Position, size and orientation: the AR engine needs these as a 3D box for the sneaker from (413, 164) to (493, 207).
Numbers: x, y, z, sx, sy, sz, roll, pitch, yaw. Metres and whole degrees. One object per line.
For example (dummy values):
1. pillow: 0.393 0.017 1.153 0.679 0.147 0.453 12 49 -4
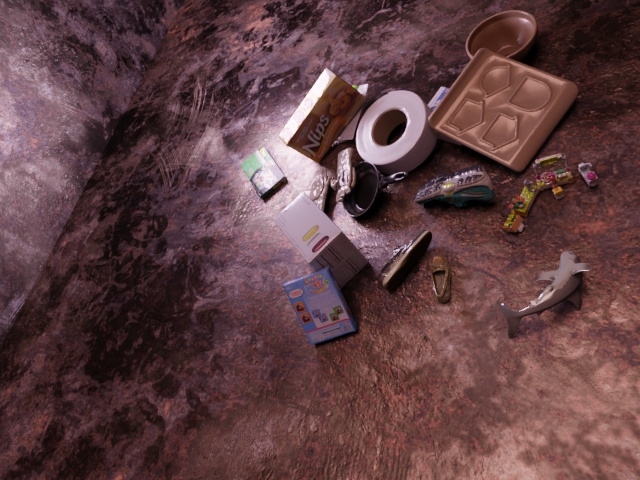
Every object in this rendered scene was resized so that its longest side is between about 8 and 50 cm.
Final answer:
1. sneaker: 0.406 -0.144 1.619 0.275 0.110 0.107 -8 38 50

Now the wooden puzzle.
1. wooden puzzle: 0.575 -0.415 1.663 0.347 0.080 0.322 36 89 26

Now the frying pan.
1. frying pan: 0.181 -0.206 1.771 0.326 0.053 0.197 -38 49 43

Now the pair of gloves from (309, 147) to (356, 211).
1. pair of gloves: 0.047 -0.206 1.905 0.240 0.042 0.204 -33 46 42

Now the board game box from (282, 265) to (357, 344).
1. board game box: -0.001 0.203 1.610 0.160 0.212 0.039 -22 9 20

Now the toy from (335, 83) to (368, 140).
1. toy: 0.121 -0.497 2.069 0.136 0.056 0.238 5 78 46

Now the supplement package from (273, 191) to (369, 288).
1. supplement package: 0.000 0.000 1.726 0.145 0.204 0.262 -43 46 1

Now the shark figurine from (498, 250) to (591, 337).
1. shark figurine: 0.593 0.146 1.309 0.278 0.116 0.166 -42 13 -7

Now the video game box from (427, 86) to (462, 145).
1. video game box: 0.455 -0.438 1.821 0.205 0.048 0.187 29 82 42

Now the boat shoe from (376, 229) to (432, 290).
1. boat shoe: 0.253 0.050 1.609 0.073 0.080 0.224 37 89 38

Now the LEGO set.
1. LEGO set: 0.620 -0.151 1.476 0.287 0.107 0.132 -33 48 11

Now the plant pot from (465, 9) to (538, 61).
1. plant pot: 0.636 -0.672 1.811 0.237 0.110 0.238 -18 52 23

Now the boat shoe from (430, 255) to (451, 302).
1. boat shoe: 0.350 0.106 1.527 0.056 0.048 0.153 -12 55 27

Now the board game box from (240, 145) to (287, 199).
1. board game box: -0.242 -0.290 2.204 0.136 0.030 0.260 -40 47 8

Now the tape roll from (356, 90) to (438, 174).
1. tape roll: 0.266 -0.378 1.832 0.286 0.100 0.286 -17 62 36

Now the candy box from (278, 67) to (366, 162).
1. candy box: 0.007 -0.471 1.996 0.316 0.182 0.088 -51 45 17
